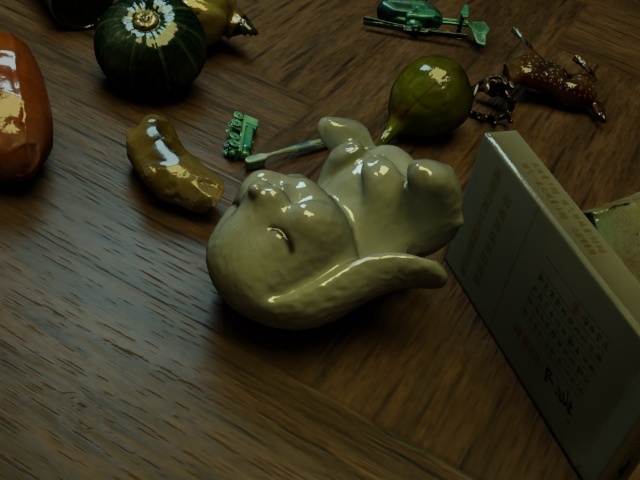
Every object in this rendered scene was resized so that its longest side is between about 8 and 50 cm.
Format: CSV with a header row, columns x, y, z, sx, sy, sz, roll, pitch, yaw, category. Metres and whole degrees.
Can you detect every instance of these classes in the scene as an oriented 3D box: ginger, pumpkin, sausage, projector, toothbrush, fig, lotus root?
x,y,z,sx,sy,sz,roll,pitch,yaw,category
-0.195,-0.098,1.097,0.095,0.069,0.190,-21,52,-26,ginger
-0.251,-0.293,1.255,0.167,0.125,0.167,-5,61,9,pumpkin
-0.415,-0.179,1.090,0.133,0.133,0.258,-6,45,-20,sausage
-0.462,-0.487,1.435,0.108,0.108,0.337,-15,48,-28,projector
-0.017,-0.135,1.223,0.220,0.019,0.016,-20,53,-32,toothbrush
0.135,-0.178,1.267,0.124,0.124,0.236,33,68,21,fig
-0.207,-0.373,1.368,0.221,0.125,0.118,13,-1,-7,lotus root

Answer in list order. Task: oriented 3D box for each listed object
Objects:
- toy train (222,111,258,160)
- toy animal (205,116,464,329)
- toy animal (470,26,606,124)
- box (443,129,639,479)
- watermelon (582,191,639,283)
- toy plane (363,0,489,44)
x,y,z,sx,sy,sz,roll,pitch,yaw,category
-0.115,-0.148,1.207,0.045,0.029,0.092,19,43,-17,toy train
0.000,0.000,0.959,0.265,0.206,0.272,-30,41,-27,toy animal
0.369,-0.273,1.425,0.244,0.087,0.260,11,38,0,toy animal
0.254,0.066,0.926,0.051,0.204,0.365,-6,44,-19,box
0.466,0.020,1.100,0.322,0.188,0.175,-6,-1,-11,watermelon
0.197,-0.412,1.557,0.235,0.060,0.096,7,49,-2,toy plane
